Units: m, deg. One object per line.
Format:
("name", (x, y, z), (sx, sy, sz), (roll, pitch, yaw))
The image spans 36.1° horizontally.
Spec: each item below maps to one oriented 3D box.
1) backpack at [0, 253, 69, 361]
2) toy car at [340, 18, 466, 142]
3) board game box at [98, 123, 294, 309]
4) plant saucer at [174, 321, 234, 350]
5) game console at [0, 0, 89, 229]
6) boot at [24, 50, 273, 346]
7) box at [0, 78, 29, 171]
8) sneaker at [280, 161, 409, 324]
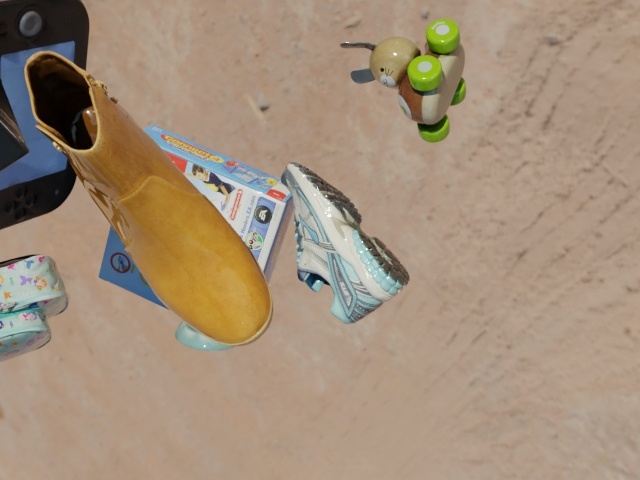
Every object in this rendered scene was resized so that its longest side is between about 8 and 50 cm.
("backpack", (-0.637, 0.137, 1.991), (0.191, 0.254, 0.225), (61, 159, 11))
("toy car", (0.121, -0.262, 1.539), (0.188, 0.149, 0.155), (16, 153, 22))
("board game box", (-0.227, -0.012, 1.796), (0.302, 0.086, 0.308), (24, 117, 8))
("plant saucer", (-0.171, 0.137, 1.553), (0.119, 0.119, 0.021), (20, 118, 36))
("game console", (-0.498, -0.182, 1.495), (0.060, 0.342, 0.386), (25, 121, 22))
("boot", (-0.169, -0.035, 0.922), (0.295, 0.104, 0.211), (49, 177, 22))
("box", (-0.523, -0.120, 1.244), (0.184, 0.261, 0.103), (55, 179, 44))
("sneaker", (0.000, 0.000, 1.389), (0.122, 0.110, 0.283), (-46, 50, 13))
